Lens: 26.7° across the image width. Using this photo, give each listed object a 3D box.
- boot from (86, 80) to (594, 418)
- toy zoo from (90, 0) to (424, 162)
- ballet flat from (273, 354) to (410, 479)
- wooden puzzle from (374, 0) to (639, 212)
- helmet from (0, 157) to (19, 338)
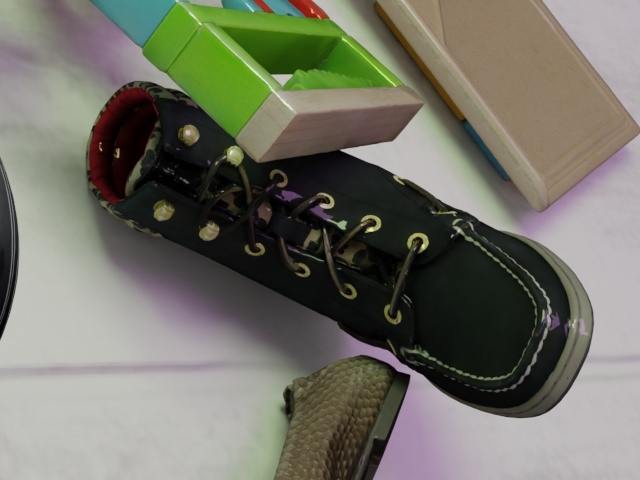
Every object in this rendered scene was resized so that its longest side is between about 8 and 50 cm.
[{"bbox_3d":[-0.001,0.001,0.632,0.178,0.085,0.236,20,9,-31],"label":"boot"},{"bbox_3d":[-0.089,-0.150,0.653,0.293,0.030,0.192,44,19,11],"label":"toy zoo"},{"bbox_3d":[-0.020,0.127,0.589,0.058,0.084,0.250,22,36,7],"label":"ballet flat"},{"bbox_3d":[0.127,-0.135,0.986,0.221,0.044,0.238,54,32,3],"label":"wooden puzzle"},{"bbox_3d":[-0.183,-0.003,0.443,0.169,0.169,0.162,33,56,-24],"label":"helmet"}]
